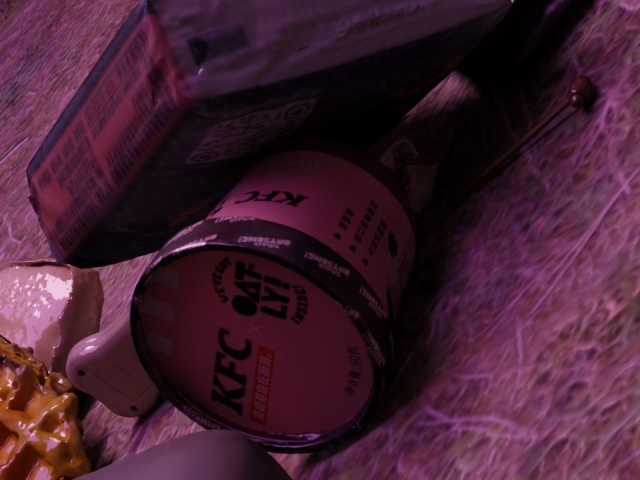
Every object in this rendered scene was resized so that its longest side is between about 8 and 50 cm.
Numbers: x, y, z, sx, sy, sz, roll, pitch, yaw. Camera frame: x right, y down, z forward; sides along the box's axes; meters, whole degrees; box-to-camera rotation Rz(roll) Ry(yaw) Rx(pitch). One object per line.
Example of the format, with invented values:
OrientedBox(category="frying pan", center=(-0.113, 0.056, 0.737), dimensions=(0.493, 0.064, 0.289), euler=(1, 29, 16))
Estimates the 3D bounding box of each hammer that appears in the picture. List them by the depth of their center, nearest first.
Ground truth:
OrientedBox(category="hammer", center=(0.118, -0.056, 1.184), dimensions=(0.123, 0.014, 0.029), euler=(-43, 12, 35))

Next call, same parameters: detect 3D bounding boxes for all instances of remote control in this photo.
OrientedBox(category="remote control", center=(-0.124, 0.075, 1.422), dimensions=(0.122, 0.074, 0.032), euler=(-42, 24, 27))

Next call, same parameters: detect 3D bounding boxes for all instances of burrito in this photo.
OrientedBox(category="burrito", center=(0.000, 0.000, 1.284), dimensions=(0.226, 0.060, 0.087), euler=(-31, 29, 50))

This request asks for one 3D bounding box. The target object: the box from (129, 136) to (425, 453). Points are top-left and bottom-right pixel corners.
OrientedBox(category="box", center=(-0.015, 0.026, 1.155), dimensions=(0.151, 0.151, 0.135), euler=(-36, 15, 40))

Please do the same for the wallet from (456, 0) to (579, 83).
OrientedBox(category="wallet", center=(0.117, -0.214, 1.414), dimensions=(0.197, 0.051, 0.377), euler=(-55, 18, 2))

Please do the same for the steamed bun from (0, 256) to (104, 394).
OrientedBox(category="steamed bun", center=(-0.277, 0.113, 1.645), dimensions=(0.212, 0.110, 0.231), euler=(22, 74, 44))

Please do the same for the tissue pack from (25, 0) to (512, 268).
OrientedBox(category="tissue pack", center=(-0.045, -0.090, 1.274), dimensions=(0.228, 0.103, 0.316), euler=(-19, -10, -25))

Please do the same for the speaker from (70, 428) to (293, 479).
OrientedBox(category="speaker", center=(-0.170, 0.247, 0.928), dimensions=(0.406, 0.183, 0.184), euler=(-25, 23, 20))

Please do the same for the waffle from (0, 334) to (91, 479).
OrientedBox(category="waffle", center=(-0.307, 0.172, 1.513), dimensions=(0.307, 0.060, 0.312), euler=(-32, 49, 15))
